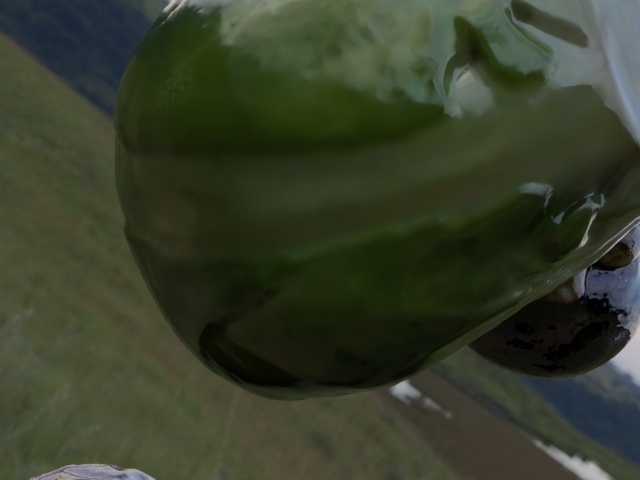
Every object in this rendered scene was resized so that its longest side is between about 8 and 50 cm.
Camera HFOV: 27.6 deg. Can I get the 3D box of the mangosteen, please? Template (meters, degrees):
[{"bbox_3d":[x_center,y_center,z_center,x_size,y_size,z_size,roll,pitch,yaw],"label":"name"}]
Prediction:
[{"bbox_3d":[0.221,0.011,1.237,0.211,0.211,0.250,35,-39,13],"label":"mangosteen"}]

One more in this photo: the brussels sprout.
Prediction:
[{"bbox_3d":[0.034,-0.050,0.819,0.314,0.371,0.276,-9,80,-44],"label":"brussels sprout"}]

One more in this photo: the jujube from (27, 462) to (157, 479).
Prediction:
[{"bbox_3d":[-0.154,0.265,0.980,0.190,0.190,0.255,35,-16,21],"label":"jujube"}]
